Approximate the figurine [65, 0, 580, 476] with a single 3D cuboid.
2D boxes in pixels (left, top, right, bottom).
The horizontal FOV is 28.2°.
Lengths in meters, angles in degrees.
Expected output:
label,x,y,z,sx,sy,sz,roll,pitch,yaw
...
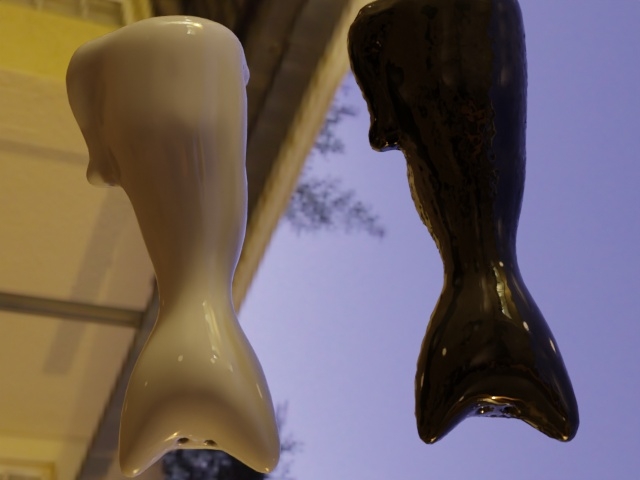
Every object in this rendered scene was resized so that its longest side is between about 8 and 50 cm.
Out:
label,x,y,z,sx,sy,sz,roll,pitch,yaw
figurine,0.000,0.000,0.579,0.092,0.215,0.209,83,-1,-72
